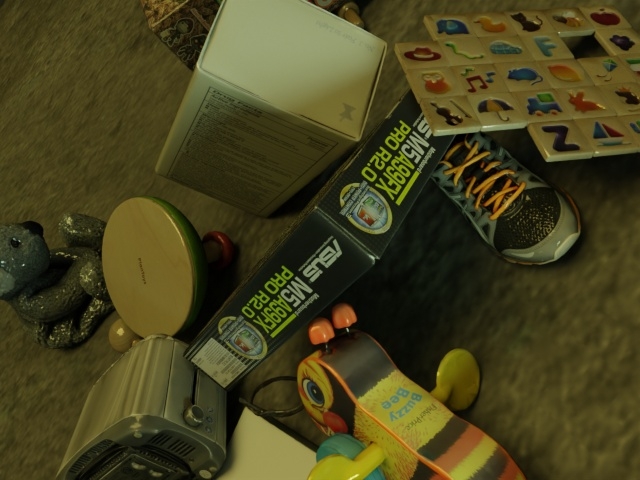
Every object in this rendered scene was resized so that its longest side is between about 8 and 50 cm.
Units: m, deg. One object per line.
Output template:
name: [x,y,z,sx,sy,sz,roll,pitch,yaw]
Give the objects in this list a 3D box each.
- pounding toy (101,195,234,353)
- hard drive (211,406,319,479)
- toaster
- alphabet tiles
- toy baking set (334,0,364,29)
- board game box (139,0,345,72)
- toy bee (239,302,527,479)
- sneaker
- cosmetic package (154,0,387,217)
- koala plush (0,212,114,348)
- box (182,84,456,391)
pounding toy: [-0.188,0.054,0.890,0.183,0.110,0.236,21,111,35]
hard drive: [-0.068,0.341,0.644,0.203,0.040,0.307,17,79,46]
toaster: [-0.196,0.211,0.756,0.227,0.129,0.146,-42,27,28]
alphabet tiles: [0.192,-0.141,0.588,0.238,0.009,0.198,-7,52,-10]
toy baking set: [-0.022,-0.268,0.957,0.197,0.030,0.256,-46,44,16]
board game box: [-0.100,-0.390,0.930,0.291,0.141,0.232,-33,54,10]
toy bee: [0.034,0.143,0.552,0.299,0.162,0.195,9,35,23]
sneaker: [0.152,-0.055,0.638,0.084,0.083,0.215,-48,45,8]
cosmetic package: [-0.071,-0.132,0.735,0.309,0.160,0.113,-29,42,66]
koala plush: [-0.439,0.048,1.012,0.203,0.221,0.196,-51,44,8]
box: [0.000,0.000,0.618,0.270,0.060,0.216,-46,5,46]
